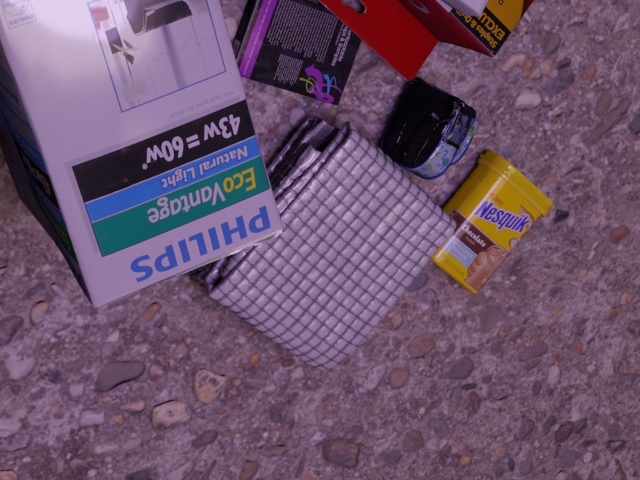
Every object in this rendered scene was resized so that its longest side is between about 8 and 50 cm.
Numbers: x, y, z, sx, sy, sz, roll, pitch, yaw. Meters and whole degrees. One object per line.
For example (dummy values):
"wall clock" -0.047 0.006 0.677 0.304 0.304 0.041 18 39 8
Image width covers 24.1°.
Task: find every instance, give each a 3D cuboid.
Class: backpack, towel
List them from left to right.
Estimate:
"towel" 0.000 0.000 1.952 0.235 0.121 0.284 38 92 -31
"backpack" 0.145 -0.139 1.971 0.084 0.105 0.114 26 95 -46

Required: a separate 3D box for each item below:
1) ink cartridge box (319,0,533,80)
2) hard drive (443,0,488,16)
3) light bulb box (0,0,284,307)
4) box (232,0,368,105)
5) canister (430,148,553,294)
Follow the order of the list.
"ink cartridge box" 0.124 -0.374 1.837 0.309 0.130 0.272 37 85 -33
"hard drive" 0.176 -0.470 1.732 0.233 0.047 0.353 28 86 -34
"light bulb box" -0.239 -0.178 1.613 0.225 0.358 0.361 -22 118 -15
"box" -0.029 -0.245 1.886 0.162 0.029 0.116 15 103 -29
"canister" 0.225 -0.023 2.079 0.126 0.073 0.170 38 92 -33
